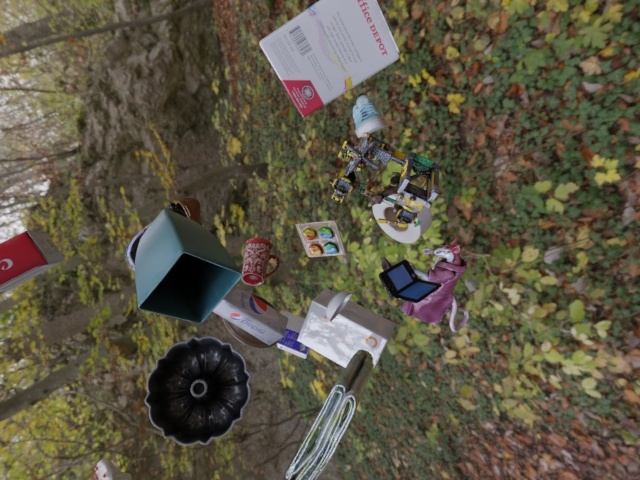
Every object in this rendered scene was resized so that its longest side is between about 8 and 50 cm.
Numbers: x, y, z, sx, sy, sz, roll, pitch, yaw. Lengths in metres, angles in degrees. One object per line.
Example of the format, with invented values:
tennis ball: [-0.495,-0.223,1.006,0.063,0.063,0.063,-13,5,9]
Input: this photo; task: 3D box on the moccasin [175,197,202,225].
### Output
moccasin: [-0.639,-0.015,1.976,0.147,0.139,0.380,-34,-50,-62]

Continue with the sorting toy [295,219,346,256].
sorting toy: [0.000,0.000,1.831,0.038,0.208,0.193,-62,-39,-46]

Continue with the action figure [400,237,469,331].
action figure: [0.432,0.159,1.439,0.275,0.248,0.370,36,136,22]

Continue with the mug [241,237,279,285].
mug: [-0.243,0.089,1.638,0.113,0.150,0.169,99,176,-51]

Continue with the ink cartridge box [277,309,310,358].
ink cartridge box: [-0.130,0.471,2.050,0.206,0.208,0.045,-60,-10,-48]

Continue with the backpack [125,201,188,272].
backpack: [-0.598,0.039,1.552,0.213,0.263,0.276,-18,111,52]

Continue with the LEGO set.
LEGO set: [0.179,-0.144,1.153,0.331,0.255,0.192,31,-139,-8]

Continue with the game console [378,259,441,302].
game console: [0.228,0.101,1.031,0.071,0.122,0.107,-40,76,48]

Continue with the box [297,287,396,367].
box: [0.111,0.391,1.731,0.345,0.215,0.168,26,-160,15]

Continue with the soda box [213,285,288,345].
soda box: [-0.264,0.276,1.524,0.286,0.098,0.091,37,-143,-20]

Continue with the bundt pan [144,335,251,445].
bundt pan: [-0.387,0.487,1.332,0.124,0.330,0.331,103,145,-68]

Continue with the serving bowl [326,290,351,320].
serving bowl: [0.039,0.152,0.969,0.027,0.083,0.083,36,168,16]

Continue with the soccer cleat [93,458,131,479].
soccer cleat: [-0.564,0.659,1.117,0.068,0.076,0.196,17,121,29]

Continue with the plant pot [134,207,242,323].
plant pot: [-0.329,0.042,0.961,0.165,0.165,0.234,30,-164,-46]

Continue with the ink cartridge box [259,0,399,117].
ink cartridge box: [0.023,-0.515,1.094,0.226,0.306,0.131,57,-171,-25]

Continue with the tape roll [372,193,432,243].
tape roll: [0.389,-0.126,1.951,0.286,0.100,0.286,37,152,24]

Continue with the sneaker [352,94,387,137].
sneaker: [0.187,-0.530,1.712,0.366,0.135,0.150,-91,-24,-71]

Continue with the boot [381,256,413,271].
boot: [0.283,0.090,1.475,0.037,0.114,0.106,-16,98,62]

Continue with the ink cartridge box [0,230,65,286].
ink cartridge box: [-1.028,0.097,1.285,0.130,0.309,0.272,61,163,-10]

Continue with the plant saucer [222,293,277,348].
plant saucer: [-0.273,0.321,1.683,0.278,0.041,0.278,29,-152,-17]

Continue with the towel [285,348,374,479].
towel: [0.048,0.515,1.201,0.090,0.320,0.374,30,-173,13]
